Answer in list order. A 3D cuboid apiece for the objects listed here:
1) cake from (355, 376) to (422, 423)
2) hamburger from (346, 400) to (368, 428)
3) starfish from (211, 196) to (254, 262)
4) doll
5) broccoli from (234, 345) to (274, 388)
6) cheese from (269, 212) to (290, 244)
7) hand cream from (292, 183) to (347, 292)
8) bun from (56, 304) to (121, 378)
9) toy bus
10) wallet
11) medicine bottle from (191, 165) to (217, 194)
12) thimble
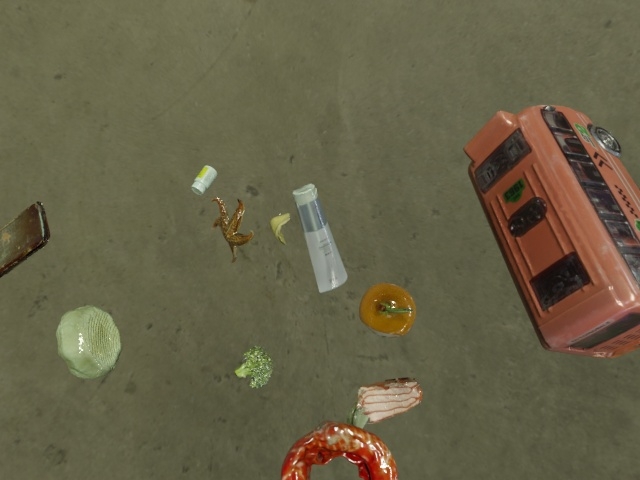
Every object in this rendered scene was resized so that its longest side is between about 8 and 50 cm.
[{"bbox_3d":[0.202,0.464,1.567,0.135,0.287,0.099,-9,86,36],"label":"cake"},{"bbox_3d":[0.138,0.608,1.875,0.121,0.054,0.084,-44,128,-31],"label":"hamburger"},{"bbox_3d":[-0.260,-0.020,1.547,0.056,0.213,0.238,-19,127,-36],"label":"starfish"},{"bbox_3d":[0.241,0.248,1.918,0.213,0.236,0.214,-3,75,11],"label":"doll"},{"bbox_3d":[-0.152,0.294,1.222,0.092,0.095,0.097,-33,74,6],"label":"broccoli"},{"bbox_3d":[-0.100,-0.036,1.309,0.041,0.060,0.084,4,129,-23],"label":"cheese"},{"bbox_3d":[0.000,0.000,1.170,0.079,0.048,0.256,-26,118,-18],"label":"hand cream"},{"bbox_3d":[-0.621,0.275,1.406,0.118,0.195,0.196,-23,97,6],"label":"bun"},{"bbox_3d":[0.415,-0.029,0.898,0.232,0.203,0.427,8,53,-28],"label":"toy bus"},{"bbox_3d":[-0.726,0.014,1.243,0.232,0.031,0.122,-30,64,15],"label":"wallet"},{"bbox_3d":[-0.348,-0.180,1.583,0.047,0.047,0.083,33,66,-7],"label":"medicine bottle"},{"bbox_3d":[0.057,0.697,1.521,0.349,0.231,0.351,0,73,-1],"label":"thimble"}]
